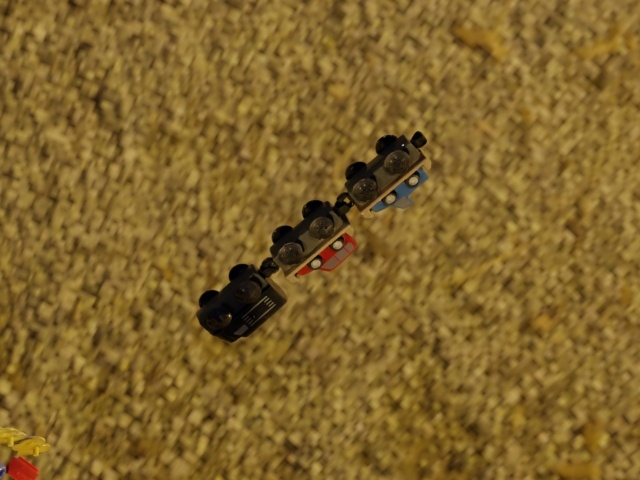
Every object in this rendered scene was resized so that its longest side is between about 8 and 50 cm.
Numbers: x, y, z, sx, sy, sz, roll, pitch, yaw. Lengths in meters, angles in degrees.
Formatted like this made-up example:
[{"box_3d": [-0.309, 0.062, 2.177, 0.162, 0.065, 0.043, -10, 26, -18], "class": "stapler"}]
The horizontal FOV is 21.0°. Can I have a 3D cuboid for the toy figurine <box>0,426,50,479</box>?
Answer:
[{"box_3d": [-0.486, 0.236, 1.972, 0.217, 0.362, 0.191, 33, 85, 16], "class": "toy figurine"}]

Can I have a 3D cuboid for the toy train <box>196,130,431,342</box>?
[{"box_3d": [0.000, 0.000, 0.925, 0.036, 0.158, 0.027, 43, 11, -30], "class": "toy train"}]
